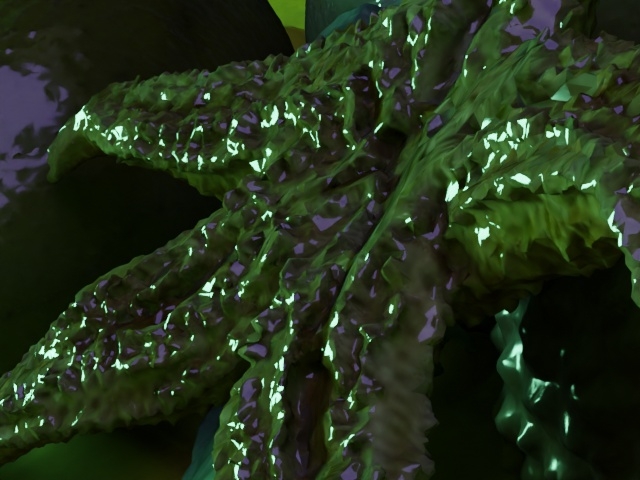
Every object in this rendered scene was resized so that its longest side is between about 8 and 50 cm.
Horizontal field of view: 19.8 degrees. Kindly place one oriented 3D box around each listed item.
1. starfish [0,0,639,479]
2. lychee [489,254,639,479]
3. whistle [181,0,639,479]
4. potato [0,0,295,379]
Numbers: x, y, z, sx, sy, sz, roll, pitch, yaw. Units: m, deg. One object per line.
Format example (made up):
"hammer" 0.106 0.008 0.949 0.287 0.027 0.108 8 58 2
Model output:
"starfish" 0.003 0.002 0.434 0.302 0.060 0.299 -14 49 49
"lychee" 0.128 0.016 0.447 0.165 0.165 0.197 -40 -2 -38
"whistle" 0.046 -0.042 0.592 0.189 0.189 0.348 6 39 35
"potato" -0.095 -0.033 0.675 0.174 0.159 0.251 28 34 14
